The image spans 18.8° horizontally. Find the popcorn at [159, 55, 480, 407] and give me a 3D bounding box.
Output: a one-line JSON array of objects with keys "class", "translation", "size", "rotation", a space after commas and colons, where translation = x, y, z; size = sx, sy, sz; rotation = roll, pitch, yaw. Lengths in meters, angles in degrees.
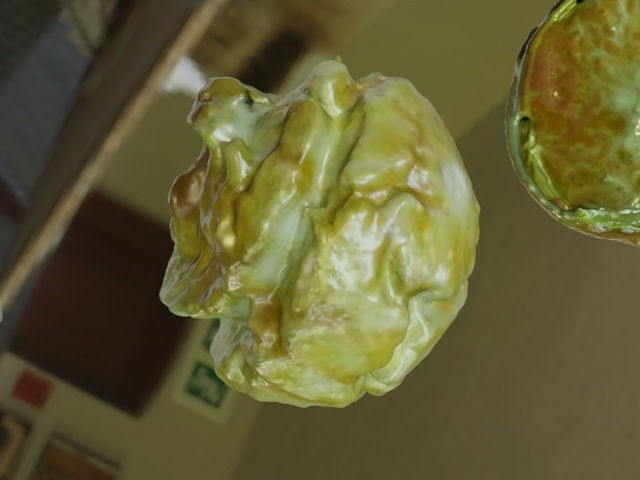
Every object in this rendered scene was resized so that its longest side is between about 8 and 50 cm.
[{"class": "popcorn", "translation": [0.000, 0.000, 1.159], "size": [0.221, 0.184, 0.204], "rotation": [121, -33, -53]}]

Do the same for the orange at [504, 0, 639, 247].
[{"class": "orange", "translation": [0.341, -0.112, 1.824], "size": [0.196, 0.334, 0.262], "rotation": [64, 34, -65]}]

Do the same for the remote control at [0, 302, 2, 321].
[{"class": "remote control", "translation": [-0.413, 0.102, 1.882], "size": [0.344, 0.145, 0.050], "rotation": [-64, 143, -80]}]
